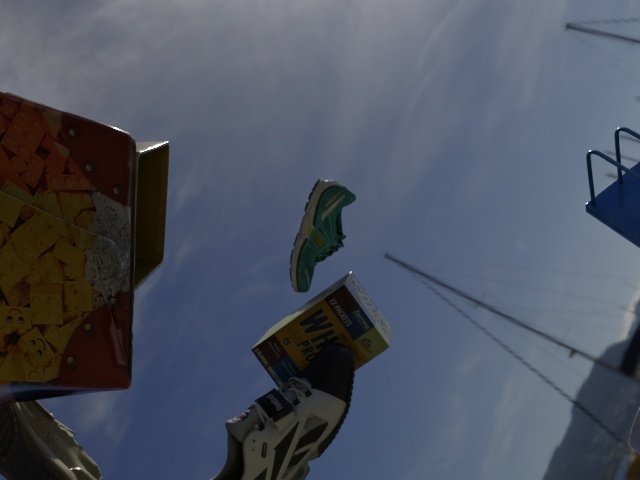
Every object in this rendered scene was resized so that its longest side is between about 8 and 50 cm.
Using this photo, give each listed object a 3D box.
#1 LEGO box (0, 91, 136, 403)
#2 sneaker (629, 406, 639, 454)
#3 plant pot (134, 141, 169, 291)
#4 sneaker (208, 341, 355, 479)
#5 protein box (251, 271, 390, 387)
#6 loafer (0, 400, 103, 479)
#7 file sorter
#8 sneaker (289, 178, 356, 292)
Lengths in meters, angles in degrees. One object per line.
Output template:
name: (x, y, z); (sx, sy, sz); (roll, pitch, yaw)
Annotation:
LEGO box: (-0.432, 0.028, 0.590); (0.372, 0.500, 0.193); (14, -111, -48)
sneaker: (0.596, 0.241, 1.276); (0.108, 0.169, 0.292); (27, -79, -30)
plant pot: (-0.358, -0.053, 1.305); (0.212, 0.187, 0.212); (-80, -4, -78)
sneaker: (-0.067, 0.292, 1.305); (0.146, 0.122, 0.330); (36, -103, -25)
protein box: (0.008, 0.177, 1.502); (0.201, 0.136, 0.200); (-36, 0, 7)
loafer: (-0.405, 0.284, 1.154); (0.102, 0.268, 0.092); (-48, -19, 12)
file sorter: (0.364, -0.081, 0.815); (0.170, 0.118, 0.104); (-38, -42, -8)
sneaker: (0.000, 0.000, 1.851); (0.107, 0.110, 0.275); (-60, -11, -71)
